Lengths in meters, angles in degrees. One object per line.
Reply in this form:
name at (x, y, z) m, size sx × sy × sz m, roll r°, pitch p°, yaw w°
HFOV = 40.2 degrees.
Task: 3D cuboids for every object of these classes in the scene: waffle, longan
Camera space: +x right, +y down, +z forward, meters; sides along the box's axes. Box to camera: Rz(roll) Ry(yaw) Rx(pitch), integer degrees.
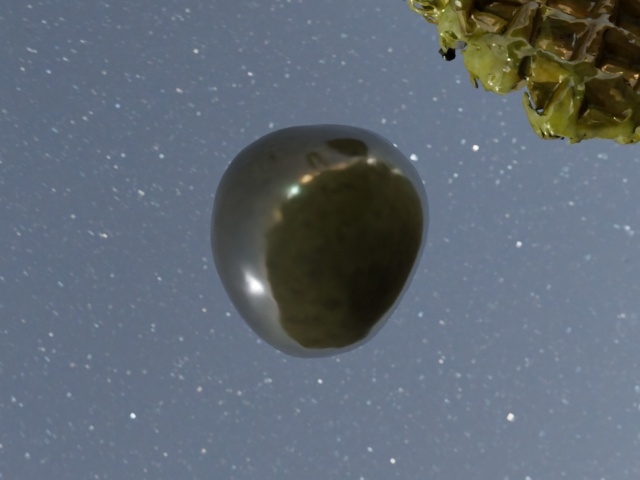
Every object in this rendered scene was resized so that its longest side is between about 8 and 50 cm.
waffle at (0.212, -0.202, 0.668) m, size 0.302 × 0.325 × 0.068 m, roll -17°, pitch -34°, yaw -11°
longan at (0.000, 0.000, 0.909) m, size 0.245 × 0.215 × 0.246 m, roll -4°, pitch -75°, yaw -14°
